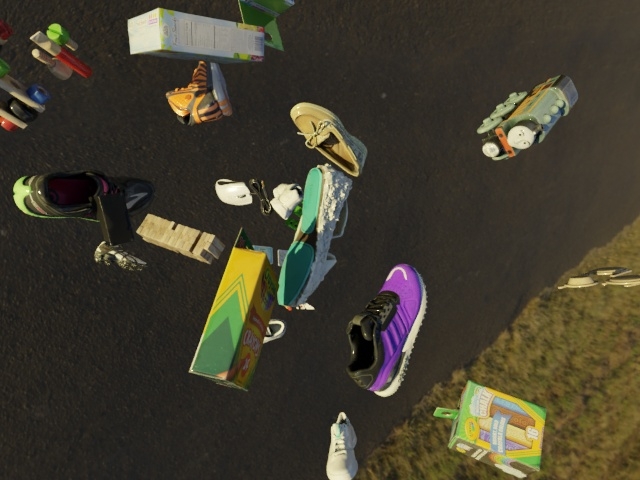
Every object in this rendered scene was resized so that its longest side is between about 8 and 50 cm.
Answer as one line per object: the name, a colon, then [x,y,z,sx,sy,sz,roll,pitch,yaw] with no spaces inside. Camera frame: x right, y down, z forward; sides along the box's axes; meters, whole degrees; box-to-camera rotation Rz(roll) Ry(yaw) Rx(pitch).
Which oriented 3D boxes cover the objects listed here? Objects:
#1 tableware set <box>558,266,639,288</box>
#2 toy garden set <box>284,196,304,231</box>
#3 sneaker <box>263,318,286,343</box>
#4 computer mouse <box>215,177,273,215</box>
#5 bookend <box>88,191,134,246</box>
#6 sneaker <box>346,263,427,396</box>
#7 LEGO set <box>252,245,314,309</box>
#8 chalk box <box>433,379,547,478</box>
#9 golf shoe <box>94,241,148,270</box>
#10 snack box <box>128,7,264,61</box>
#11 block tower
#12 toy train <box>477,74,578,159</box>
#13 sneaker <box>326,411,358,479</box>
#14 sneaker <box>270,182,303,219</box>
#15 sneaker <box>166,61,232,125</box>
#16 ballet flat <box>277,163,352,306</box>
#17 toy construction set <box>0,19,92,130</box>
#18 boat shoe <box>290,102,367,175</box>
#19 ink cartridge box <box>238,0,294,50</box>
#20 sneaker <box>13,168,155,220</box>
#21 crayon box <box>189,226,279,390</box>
tableware set: [0.536,0.068,0.741,0.141,0.169,0.020,-9,90,-18]
toy garden set: [-0.019,-0.121,1.963,0.244,0.204,0.049,-55,160,-13]
sneaker: [-0.232,0.329,1.419,0.235,0.095,0.090,-22,82,-13]
computer mouse: [-0.220,-0.122,1.113,0.042,0.193,0.106,-51,137,-39]
bookend: [-0.667,-0.069,1.306,0.072,0.156,0.157,-17,103,-38]
sneaker: [0.132,0.173,0.878,0.146,0.102,0.293,29,69,-32]
LEGO set: [-0.098,0.112,1.201,0.244,0.060,0.182,9,76,-50]
chalk box: [0.498,0.560,1.248,0.180,0.289,0.179,80,33,-53]
golf shoe: [-0.783,0.059,1.631,0.198,0.077,0.093,20,55,-29]
snack box: [-0.242,-0.391,0.801,0.207,0.175,0.070,-14,115,-38]
block tower: [-0.537,-0.008,1.552,0.090,0.336,0.097,-66,157,-20]
toy train: [0.615,-0.364,1.219,0.334,0.190,0.142,-42,105,-28]
sneaker: [0.050,0.524,1.057,0.080,0.212,0.094,-11,94,6]
sneaker: [-0.119,-0.176,1.622,0.118,0.292,0.110,-41,109,11]
sneaker: [-0.394,-0.484,1.286,0.180,0.321,0.124,-19,142,0]
ballet flat: [0.000,0.000,1.120,0.147,0.147,0.408,9,99,-41]
toy construction set: [-0.661,-0.370,0.793,0.237,0.309,0.257,36,45,-80]
boat shoe: [0.031,-0.301,1.226,0.285,0.105,0.089,29,54,-27]
ink cartridge box: [-0.176,-0.791,1.359,0.189,0.097,0.255,-12,88,-53]
sneaker: [-0.798,-0.157,1.477,0.483,0.202,0.185,-15,98,-56]
crayon box: [-0.169,0.156,0.916,0.202,0.081,0.318,81,21,-64]
